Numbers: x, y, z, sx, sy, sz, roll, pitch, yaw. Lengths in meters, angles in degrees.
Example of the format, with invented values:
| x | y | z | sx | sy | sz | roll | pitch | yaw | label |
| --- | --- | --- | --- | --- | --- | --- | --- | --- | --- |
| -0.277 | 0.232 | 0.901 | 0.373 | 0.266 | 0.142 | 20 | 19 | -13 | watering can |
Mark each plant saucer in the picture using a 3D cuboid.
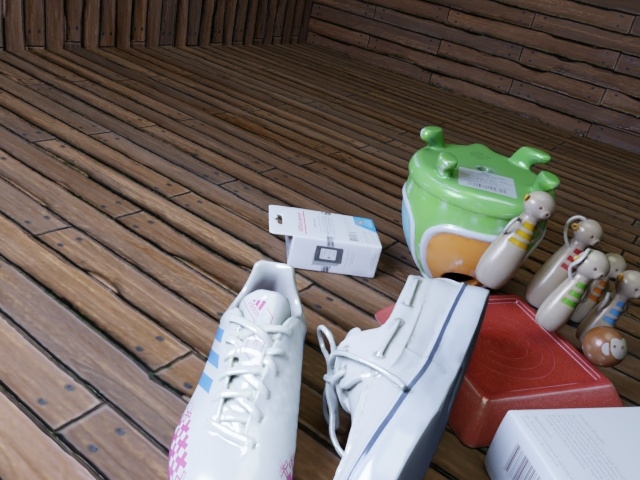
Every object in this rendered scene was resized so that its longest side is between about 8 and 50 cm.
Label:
| x | y | z | sx | sy | sz | roll | pitch | yaw | label |
| --- | --- | --- | --- | --- | --- | --- | --- | --- | --- |
| 0.241 | 0.151 | 0.804 | 0.259 | 0.047 | 0.259 | 0 | 30 | -23 | plant saucer |

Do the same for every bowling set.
| x | y | z | sx | sy | sz | roll | pitch | yaw | label |
| --- | --- | --- | --- | --- | --- | --- | --- | --- | --- |
| 0.384 | 0.067 | 0.828 | 0.287 | 0.154 | 0.200 | 19 | 21 | -34 | bowling set |

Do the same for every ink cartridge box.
| x | y | z | sx | sy | sz | roll | pitch | yaw | label |
| --- | --- | --- | --- | --- | --- | --- | --- | --- | --- |
| 0.000 | 0.000 | 0.974 | 0.180 | 0.060 | 0.104 | 8 | 28 | -9 | ink cartridge box |

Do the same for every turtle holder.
| x | y | z | sx | sy | sz | roll | pitch | yaw | label |
| --- | --- | --- | --- | --- | --- | --- | --- | --- | --- |
| 0.238 | -0.058 | 1.006 | 0.244 | 0.227 | 0.320 | 1 | 28 | -20 | turtle holder |

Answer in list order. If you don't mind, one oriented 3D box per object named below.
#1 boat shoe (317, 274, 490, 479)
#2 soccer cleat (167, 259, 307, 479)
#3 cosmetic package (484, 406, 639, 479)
| x | y | z | sx | sy | sz | roll | pitch | yaw | label |
| --- | --- | --- | --- | --- | --- | --- | --- | --- | --- |
| 0.060 | 0.142 | 0.624 | 0.157 | 0.135 | 0.367 | 17 | 38 | 20 | boat shoe |
| -0.074 | 0.136 | 0.588 | 0.116 | 0.143 | 0.331 | 10 | 27 | -5 | soccer cleat |
| 0.305 | 0.242 | 0.617 | 0.231 | 0.085 | 0.117 | 6 | 28 | -17 | cosmetic package |
